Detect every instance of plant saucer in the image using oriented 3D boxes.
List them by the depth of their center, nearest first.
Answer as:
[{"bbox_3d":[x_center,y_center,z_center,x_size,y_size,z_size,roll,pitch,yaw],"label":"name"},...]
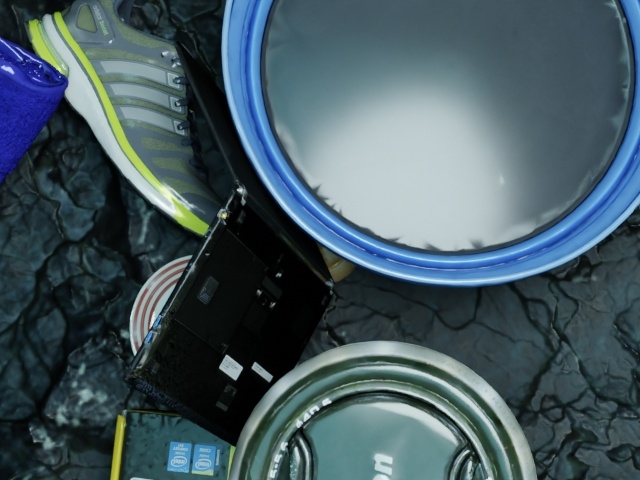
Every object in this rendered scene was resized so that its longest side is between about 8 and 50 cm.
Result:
[{"bbox_3d":[0.000,0.000,1.238,0.083,0.015,0.084,-1,84,5],"label":"plant saucer"}]

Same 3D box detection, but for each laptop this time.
[{"bbox_3d":[-0.092,0.012,1.103,0.136,0.234,0.264,23,78,28],"label":"laptop"}]

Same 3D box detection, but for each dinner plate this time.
[{"bbox_3d":[-0.112,0.084,1.240,0.141,0.017,0.141,0,85,5],"label":"dinner plate"}]

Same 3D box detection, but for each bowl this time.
[{"bbox_3d":[0.112,-0.152,1.098,0.391,0.077,0.391,0,83,-1],"label":"bowl"}]

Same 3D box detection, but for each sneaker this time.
[{"bbox_3d":[-0.154,-0.119,1.221,0.121,0.111,0.300,-37,84,-2],"label":"sneaker"}]

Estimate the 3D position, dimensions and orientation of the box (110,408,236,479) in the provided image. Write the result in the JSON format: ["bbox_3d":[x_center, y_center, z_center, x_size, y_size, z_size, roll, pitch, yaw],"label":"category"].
[{"bbox_3d":[-0.035,0.295,1.183,0.321,0.079,0.257,6,83,6],"label":"box"}]

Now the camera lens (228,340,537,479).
[{"bbox_3d":[0.051,0.190,1.008,0.219,0.274,0.220,0,84,5],"label":"camera lens"}]

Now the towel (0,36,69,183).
[{"bbox_3d":[-0.402,-0.087,1.183,0.227,0.076,0.308,34,111,-9],"label":"towel"}]

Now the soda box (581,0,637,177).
[{"bbox_3d":[0.272,-0.177,1.190,0.098,0.091,0.286,28,88,6],"label":"soda box"}]
